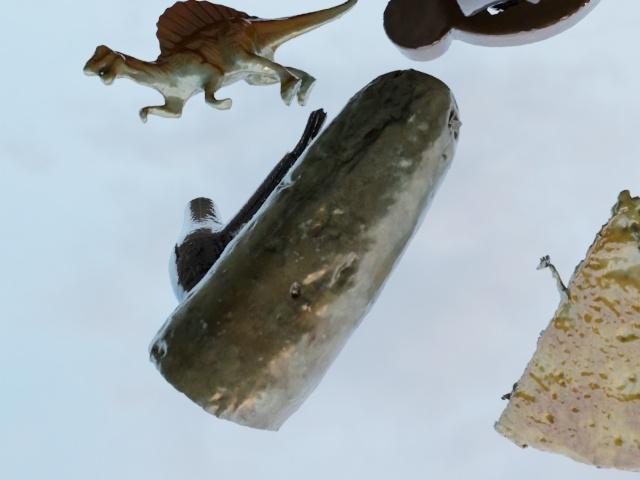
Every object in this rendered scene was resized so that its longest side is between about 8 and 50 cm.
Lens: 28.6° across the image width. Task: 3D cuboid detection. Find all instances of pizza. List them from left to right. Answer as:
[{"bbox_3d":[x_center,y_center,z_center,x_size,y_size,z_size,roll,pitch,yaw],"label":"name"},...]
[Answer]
[{"bbox_3d":[0.295,0.086,1.137,0.280,0.287,0.075,9,-153,23],"label":"pizza"}]

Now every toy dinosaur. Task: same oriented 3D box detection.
[{"bbox_3d":[-0.072,-0.147,0.960,0.142,0.057,0.212,27,-136,7],"label":"toy dinosaur"}]

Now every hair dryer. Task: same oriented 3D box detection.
[{"bbox_3d":[-0.062,-0.041,1.161,0.075,0.219,0.195,33,-160,-22],"label":"hair dryer"}]

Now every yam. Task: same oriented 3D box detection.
[{"bbox_3d":[0.000,0.000,1.011,0.133,0.133,0.330,27,-103,38],"label":"yam"}]

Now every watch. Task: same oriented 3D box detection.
[{"bbox_3d":[0.174,-0.397,1.312,0.314,0.327,0.335,-16,-120,11],"label":"watch"}]
